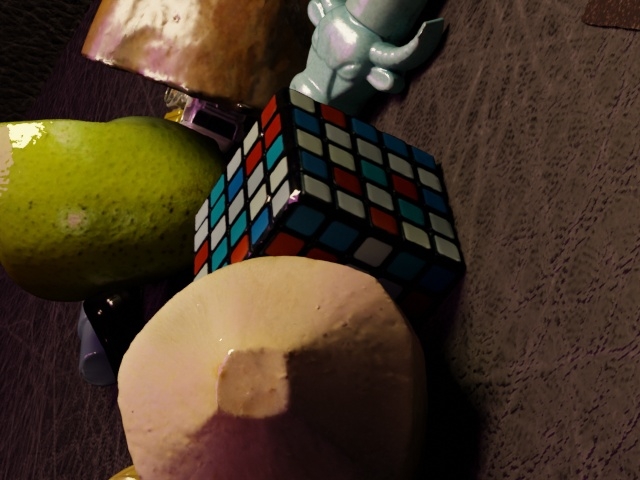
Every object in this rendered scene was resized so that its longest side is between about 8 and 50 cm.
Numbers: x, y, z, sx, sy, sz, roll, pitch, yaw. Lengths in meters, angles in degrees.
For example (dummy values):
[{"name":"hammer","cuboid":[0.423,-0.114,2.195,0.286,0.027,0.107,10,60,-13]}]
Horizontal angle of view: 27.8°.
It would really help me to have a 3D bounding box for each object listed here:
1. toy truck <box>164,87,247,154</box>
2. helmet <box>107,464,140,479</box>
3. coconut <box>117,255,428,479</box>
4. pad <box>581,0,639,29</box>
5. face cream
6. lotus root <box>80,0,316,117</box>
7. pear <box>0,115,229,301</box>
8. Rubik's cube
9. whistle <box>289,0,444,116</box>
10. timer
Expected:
[{"name":"toy truck","cuboid":[-0.180,-0.176,1.934,0.227,0.098,0.114,1,70,69]},{"name":"helmet","cuboid":[-0.188,0.310,1.291,0.257,0.140,0.205,-58,-14,17]},{"name":"coconut","cuboid":[-0.032,0.135,1.042,0.259,0.259,0.259,-50,27,38]},{"name":"pad","cuboid":[0.322,-0.311,0.996,0.330,0.004,0.220,-65,21,5]},{"name":"face cream","cuboid":[-0.336,0.085,2.062,0.385,0.086,0.135,-98,11,-56]},{"name":"lotus root","cuboid":[-0.112,-0.278,1.677,0.250,0.316,0.316,-65,21,0]},{"name":"pear","cuboid":[-0.259,-0.042,1.759,0.342,0.318,0.238,42,-136,-78]},{"name":"Rubik's cube","cuboid":[0.000,0.000,1.206,0.187,0.184,0.182,-55,24,30]},{"name":"whistle","cuboid":[0.053,-0.230,1.438,0.186,0.093,0.274,50,120,33]},{"name":"timer","cuboid":[-0.243,0.155,1.663,0.055,0.187,0.144,-28,6,-25]}]
